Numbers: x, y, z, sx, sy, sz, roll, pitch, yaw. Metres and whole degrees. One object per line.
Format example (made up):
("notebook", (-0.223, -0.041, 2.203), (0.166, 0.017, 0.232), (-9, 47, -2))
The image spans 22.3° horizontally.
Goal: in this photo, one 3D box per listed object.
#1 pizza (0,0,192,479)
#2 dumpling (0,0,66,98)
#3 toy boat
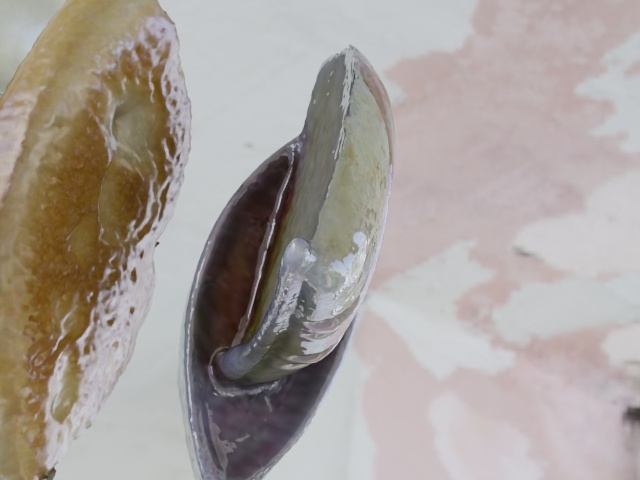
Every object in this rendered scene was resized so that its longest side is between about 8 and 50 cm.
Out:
("pizza", (-0.161, -0.002, 1.038), (0.074, 0.365, 0.182), (12, 1, 27))
("dumpling", (-0.383, -0.162, 1.482), (0.315, 0.233, 0.395), (-36, -31, 27))
("toy boat", (-0.005, -0.001, 0.994), (0.111, 0.276, 0.293), (21, -41, -9))
